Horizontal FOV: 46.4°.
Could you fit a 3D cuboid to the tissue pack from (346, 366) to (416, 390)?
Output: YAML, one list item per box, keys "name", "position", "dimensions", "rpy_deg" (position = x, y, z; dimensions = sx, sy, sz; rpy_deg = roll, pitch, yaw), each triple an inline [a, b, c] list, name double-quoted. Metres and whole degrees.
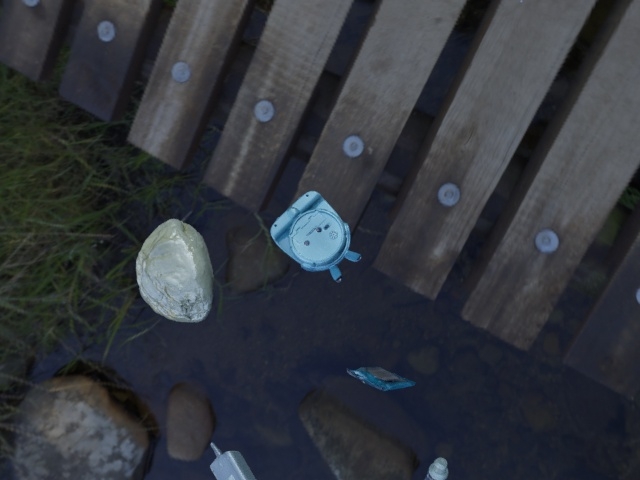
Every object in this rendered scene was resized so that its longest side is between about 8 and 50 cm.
- name: "tissue pack"
  position: [0.110, 0.255, 1.371]
  dimensions: [0.085, 0.138, 0.027]
  rpy_deg: [21, 98, 33]

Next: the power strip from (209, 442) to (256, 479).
- name: "power strip"
  position: [-0.117, 0.446, 1.249]
  dimensions: [0.060, 0.027, 0.252]
  rpy_deg: [-46, 67, 29]

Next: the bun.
- name: "bun"
  position: [-0.301, 0.064, 1.517]
  dimensions: [0.134, 0.220, 0.220]
  rpy_deg: [-9, 110, -25]

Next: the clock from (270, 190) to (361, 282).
- name: "clock"
  position: [0.000, 0.000, 1.208]
  dimensions: [0.108, 0.045, 0.147]
  rpy_deg: [-45, 76, -5]

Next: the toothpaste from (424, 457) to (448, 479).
- name: "toothpaste"
  position: [0.224, 0.486, 1.471]
  dimensions: [0.062, 0.037, 0.216]
  rpy_deg: [32, 144, 23]
